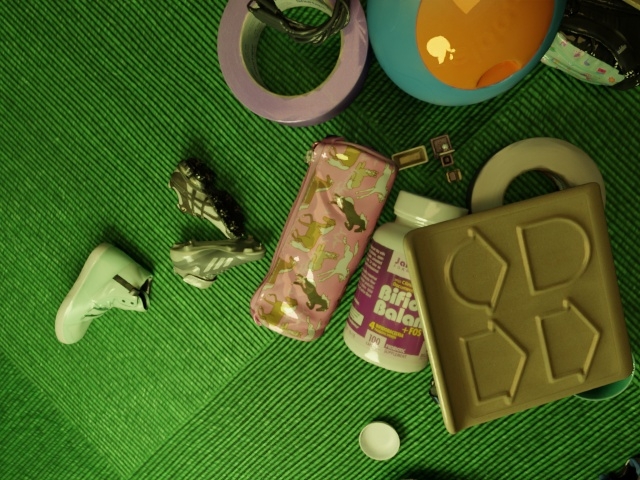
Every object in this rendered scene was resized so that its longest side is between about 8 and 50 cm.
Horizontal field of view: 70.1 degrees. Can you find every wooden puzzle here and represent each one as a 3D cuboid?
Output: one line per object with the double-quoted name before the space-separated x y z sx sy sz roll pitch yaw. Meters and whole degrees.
"wooden puzzle" 0.313 0.100 0.727 0.348 0.080 0.321 -15 96 -10

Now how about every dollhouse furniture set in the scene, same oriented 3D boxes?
"dollhouse furniture set" 0.194 -0.139 0.838 0.115 0.081 0.090 -16 95 12

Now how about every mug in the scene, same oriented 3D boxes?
"mug" 0.471 0.198 0.830 0.130 0.097 0.157 -34 90 13

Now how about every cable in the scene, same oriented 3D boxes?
"cable" -0.026 -0.418 0.771 0.185 0.047 0.150 29 97 8

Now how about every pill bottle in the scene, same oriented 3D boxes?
"pill bottle" 0.159 0.068 0.830 0.170 0.169 0.301 17 101 7

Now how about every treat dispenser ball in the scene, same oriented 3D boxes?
"treat dispenser ball" 0.215 -0.355 0.699 0.289 0.288 0.287 1 98 10

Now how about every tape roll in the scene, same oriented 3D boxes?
"tape roll" -0.046 -0.354 0.847 0.275 0.090 0.274 2 99 10
"tape roll" 0.379 -0.072 0.821 0.220 0.072 0.218 1 97 10

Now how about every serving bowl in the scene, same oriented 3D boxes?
"serving bowl" 0.124 0.414 0.958 0.084 0.027 0.083 2 99 10

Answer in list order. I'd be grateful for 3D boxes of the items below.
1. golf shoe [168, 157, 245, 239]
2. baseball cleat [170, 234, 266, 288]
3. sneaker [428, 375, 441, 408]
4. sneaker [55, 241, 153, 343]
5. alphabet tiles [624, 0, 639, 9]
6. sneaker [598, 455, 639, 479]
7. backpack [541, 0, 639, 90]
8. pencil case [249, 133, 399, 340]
"golf shoe" -0.234 -0.072 0.935 0.094 0.077 0.198 -39 83 24
"baseball cleat" -0.208 0.046 0.953 0.206 0.072 0.109 2 114 12
"sneaker" 0.298 0.259 0.868 0.121 0.079 0.217 46 113 1
"sneaker" -0.464 0.148 0.991 0.151 0.094 0.255 31 103 1
"alphabet tiles" 0.519 -0.527 0.709 0.285 0.011 0.342 33 84 5
"sneaker" 0.627 0.439 0.849 0.221 0.083 0.087 -36 83 9
"backpack" 0.445 -0.335 0.747 0.182 0.115 0.151 23 82 0
"pencil case" 0.000 0.000 0.855 0.167 0.160 0.385 25 102 14
